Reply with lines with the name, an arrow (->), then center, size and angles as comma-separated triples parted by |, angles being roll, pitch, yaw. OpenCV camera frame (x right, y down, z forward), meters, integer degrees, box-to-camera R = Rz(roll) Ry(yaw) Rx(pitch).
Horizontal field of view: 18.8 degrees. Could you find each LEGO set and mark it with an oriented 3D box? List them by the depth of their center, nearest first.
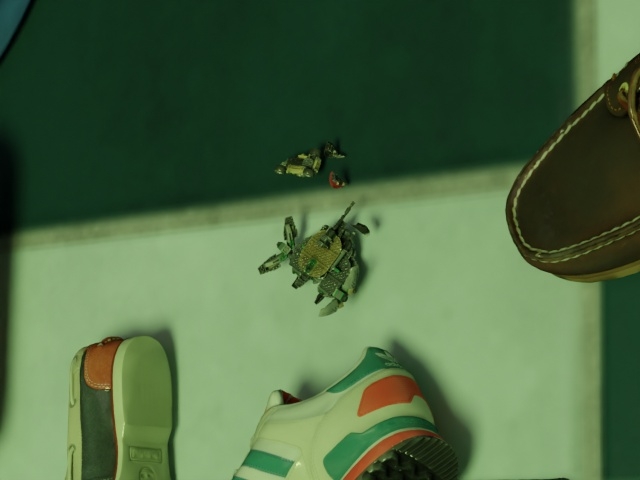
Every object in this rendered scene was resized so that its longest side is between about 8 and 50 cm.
LEGO set -> 0.002, -0.002, 0.848 | 0.054, 0.023, 0.083 | -3, 66, 32

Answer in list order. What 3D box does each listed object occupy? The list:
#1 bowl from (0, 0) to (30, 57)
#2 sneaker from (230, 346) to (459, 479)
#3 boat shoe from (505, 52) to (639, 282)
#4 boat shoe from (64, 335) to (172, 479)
bowl -> -0.293, -0.199, 1.052 | 0.391, 0.077, 0.391 | -8, 76, 33
sneaker -> -0.014, 0.109, 0.820 | 0.161, 0.057, 0.075 | -41, 44, 22
boat shoe -> 0.148, -0.055, 0.725 | 0.207, 0.073, 0.073 | -37, 63, 24
boat shoe -> -0.095, 0.111, 0.871 | 0.043, 0.049, 0.137 | -10, 72, 36
